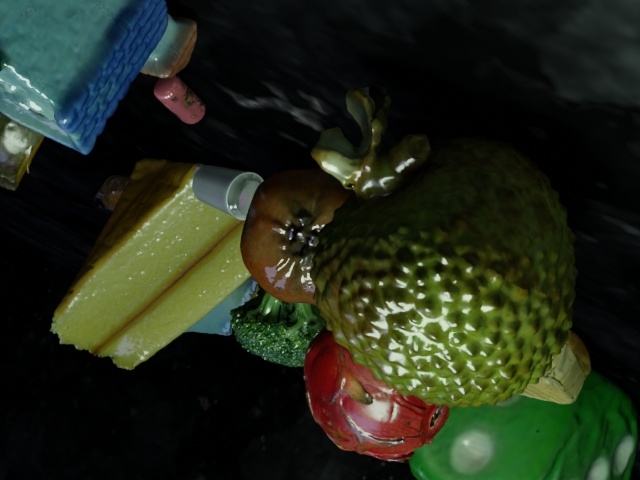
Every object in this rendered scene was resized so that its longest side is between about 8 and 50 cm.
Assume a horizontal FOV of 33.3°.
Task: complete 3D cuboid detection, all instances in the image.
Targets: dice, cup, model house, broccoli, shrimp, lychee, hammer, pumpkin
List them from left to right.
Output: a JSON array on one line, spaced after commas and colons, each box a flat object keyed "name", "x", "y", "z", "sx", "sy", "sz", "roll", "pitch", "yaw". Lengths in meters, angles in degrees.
[{"name": "pumpkin", "x": -0.507, "y": -0.174, "z": 1.692, "sx": 0.139, "sy": 0.222, "sz": 0.317, "roll": 31, "pitch": 168, "yaw": -17}, {"name": "model house", "x": -0.299, "y": -0.220, "z": 1.090, "sx": 0.294, "sy": 0.252, "sz": 0.329, "roll": 17, "pitch": 169, "yaw": 39}, {"name": "shrimp", "x": -0.370, "y": -0.077, "z": 2.151, "sx": 0.164, "sy": 0.062, "sz": 0.317, "roll": 31, "pitch": 165, "yaw": -24}, {"name": "hammer", "x": -0.183, "y": -0.185, "z": 1.395, "sx": 0.043, "sy": 0.043, "sz": 0.083, "roll": 19, "pitch": 167, "yaw": 35}, {"name": "model house", "x": -0.264, "y": 0.034, "z": 2.152, "sx": 0.261, "sy": 0.226, "sz": 0.241, "roll": 7, "pitch": -149, "yaw": -12}, {"name": "cup", "x": -0.132, "y": -0.077, "z": 1.668, "sx": 0.104, "sy": 0.074, "sz": 0.116, "roll": 1, "pitch": -169, "yaw": -40}, {"name": "broccoli", "x": -0.029, "y": 0.120, "z": 1.892, "sx": 0.261, "sy": 0.269, "sz": 0.242, "roll": 16, "pitch": 127, "yaw": 42}, {"name": "lychee", "x": 0.121, "y": 0.021, "z": 1.063, "sx": 0.270, "sy": 0.270, "sz": 0.320, "roll": 19, "pitch": 153, "yaw": 35}, {"name": "dice", "x": 0.343, "y": 0.347, "z": 1.803, "sx": 0.287, "sy": 0.300, "sz": 0.297, "roll": 20, "pitch": 165, "yaw": 39}]

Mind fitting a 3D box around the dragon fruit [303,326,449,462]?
[{"name": "dragon fruit", "x": 0.089, "y": 0.222, "z": 1.676, "sx": 0.241, "sy": 0.241, "sz": 0.252, "roll": 40, "pitch": -170, "yaw": -43}]

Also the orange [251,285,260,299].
[{"name": "orange", "x": -0.204, "y": 0.108, "z": 2.391, "sx": 0.156, "sy": 0.134, "sz": 0.156, "roll": 4, "pitch": 159, "yaw": 2}]

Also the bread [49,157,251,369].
[{"name": "bread", "x": -0.266, "y": 0.067, "z": 1.824, "sx": 0.233, "sy": 0.362, "sz": 0.245, "roll": 37, "pitch": 167, "yaw": -33}]

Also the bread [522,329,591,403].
[{"name": "bread", "x": 0.305, "y": 0.171, "z": 1.622, "sx": 0.140, "sy": 0.106, "sz": 0.236, "roll": 36, "pitch": 164, "yaw": -28}]

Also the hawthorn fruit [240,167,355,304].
[{"name": "hawthorn fruit", "x": 0.000, "y": 0.000, "z": 1.452, "sx": 0.199, "sy": 0.199, "sz": 0.251, "roll": 25, "pitch": -179, "yaw": 11}]
